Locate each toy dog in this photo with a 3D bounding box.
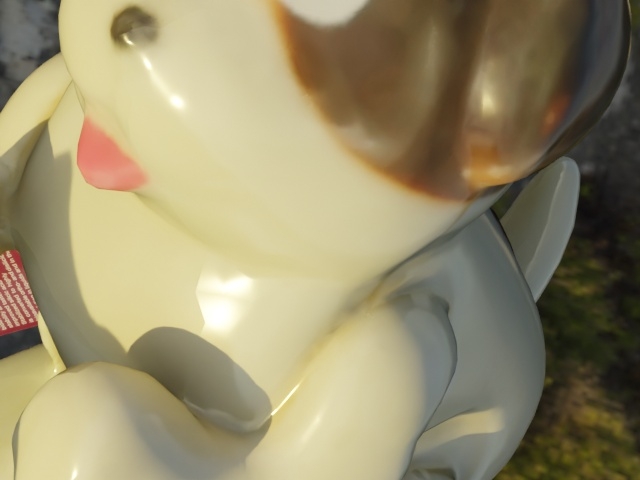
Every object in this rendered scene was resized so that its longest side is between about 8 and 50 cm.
[{"bbox_3d":[0.000,0.000,0.761,0.395,0.284,0.408,-20,142,-21],"label":"toy dog"}]

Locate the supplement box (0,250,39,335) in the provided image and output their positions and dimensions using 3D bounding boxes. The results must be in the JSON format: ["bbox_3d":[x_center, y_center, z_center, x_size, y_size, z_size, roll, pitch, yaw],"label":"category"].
[{"bbox_3d":[-0.201,0.000,1.038,0.104,0.188,0.081,-78,148,-56],"label":"supplement box"}]
